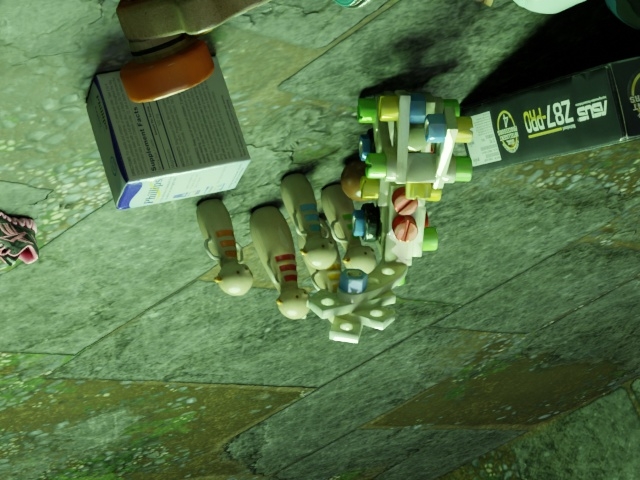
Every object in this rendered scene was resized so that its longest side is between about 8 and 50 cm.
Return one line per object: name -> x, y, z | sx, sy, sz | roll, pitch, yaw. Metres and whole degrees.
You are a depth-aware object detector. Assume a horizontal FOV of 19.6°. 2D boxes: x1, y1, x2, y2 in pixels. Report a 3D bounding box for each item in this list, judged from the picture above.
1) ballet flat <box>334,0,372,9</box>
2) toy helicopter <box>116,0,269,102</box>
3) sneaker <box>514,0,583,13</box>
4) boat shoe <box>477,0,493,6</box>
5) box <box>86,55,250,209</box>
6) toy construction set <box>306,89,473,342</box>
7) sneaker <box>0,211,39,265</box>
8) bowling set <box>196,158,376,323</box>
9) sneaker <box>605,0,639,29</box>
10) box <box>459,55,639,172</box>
ballet flat -> 0.069, -0.299, 1.763 | 0.068, 0.072, 0.213 | -40, 176, -37
toy helicopter -> -0.023, -0.239, 1.618 | 0.355, 0.140, 0.235 | -4, -158, 44
sneaker -> 0.309, -0.307, 1.931 | 0.256, 0.094, 0.151 | -18, 177, -30
boat shoe -> 0.161, -0.299, 1.833 | 0.073, 0.073, 0.207 | 19, 161, 4
box -> -0.159, -0.112, 1.926 | 0.137, 0.126, 0.072 | -11, 160, -22
toy construction set -> 0.090, -0.038, 2.175 | 0.151, 0.215, 0.327 | 13, 114, -15
sneaker -> -0.366, 0.001, 2.130 | 0.047, 0.057, 0.119 | -30, 157, 31
bowling set -> 0.000, 0.000, 2.330 | 0.200, 0.154, 0.287 | -32, 157, 31
sneaker -> 0.475, -0.319, 2.048 | 0.341, 0.125, 0.139 | -13, 132, -10
box -> 0.382, -0.167, 2.160 | 0.318, 0.097, 0.395 | -15, -179, -21
